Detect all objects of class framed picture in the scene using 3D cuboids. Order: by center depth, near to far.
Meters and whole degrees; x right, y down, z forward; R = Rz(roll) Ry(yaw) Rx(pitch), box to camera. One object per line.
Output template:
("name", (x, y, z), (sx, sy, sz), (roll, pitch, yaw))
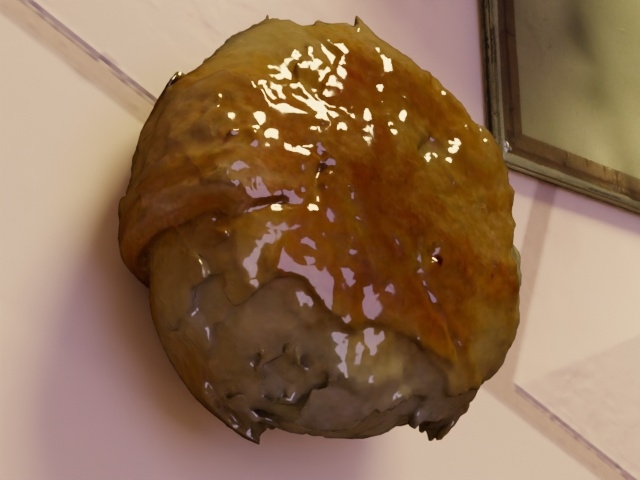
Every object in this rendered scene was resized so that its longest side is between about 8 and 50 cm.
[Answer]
("framed picture", (0.159, -0.089, 0.716), (0.231, 0.010, 0.173), (17, 63, -39))

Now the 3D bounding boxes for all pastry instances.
("pastry", (0.002, -0.003, 0.484), (0.153, 0.081, 0.153), (13, 69, -37))
